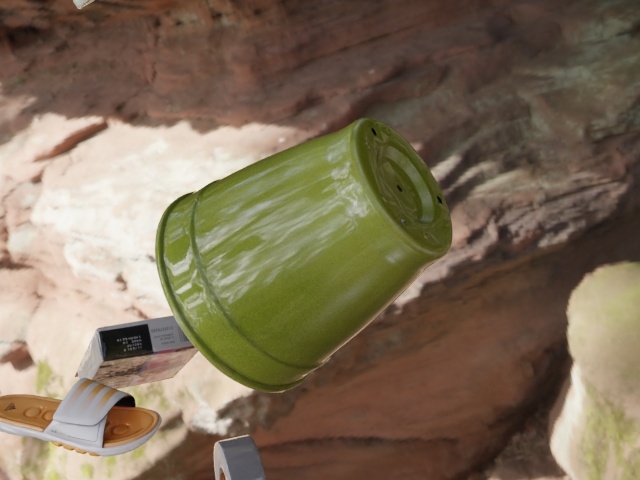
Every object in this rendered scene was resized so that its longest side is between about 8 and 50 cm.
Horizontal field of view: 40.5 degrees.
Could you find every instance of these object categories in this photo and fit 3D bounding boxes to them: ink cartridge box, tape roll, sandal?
[{"bbox_3d":[-0.336,0.216,1.571,0.176,0.069,0.371,-8,-15,-24],"label":"ink cartridge box"},{"bbox_3d":[-0.163,0.516,1.789,0.072,0.219,0.219,-8,21,-18],"label":"tape roll"},{"bbox_3d":[-0.359,0.238,1.228,0.265,0.076,0.102,5,27,10],"label":"sandal"}]

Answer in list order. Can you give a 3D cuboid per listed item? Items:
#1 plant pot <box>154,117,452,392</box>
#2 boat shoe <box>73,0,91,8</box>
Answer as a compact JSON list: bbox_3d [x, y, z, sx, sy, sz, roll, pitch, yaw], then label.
[{"bbox_3d":[0.000,0.000,1.346,0.353,0.366,0.366,-32,17,30],"label":"plant pot"},{"bbox_3d":[-0.346,-0.436,1.384,0.081,0.068,0.227,-27,21,22],"label":"boat shoe"}]
